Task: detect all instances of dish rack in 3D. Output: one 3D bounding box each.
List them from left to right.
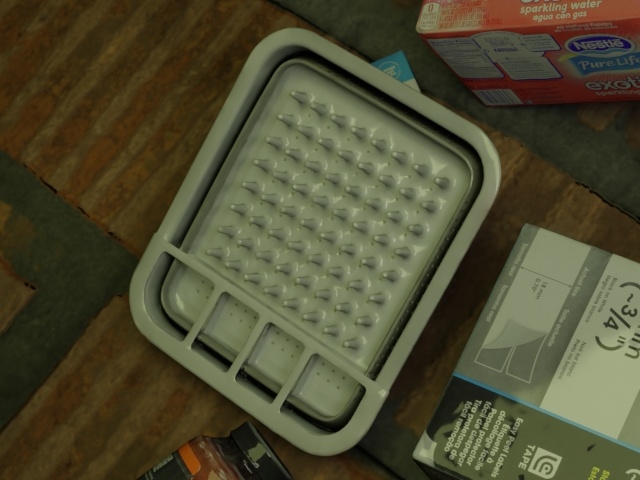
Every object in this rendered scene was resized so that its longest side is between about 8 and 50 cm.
[{"bbox_3d":[0.000,0.000,1.524,0.285,0.072,0.333,33,101,25],"label":"dish rack"}]

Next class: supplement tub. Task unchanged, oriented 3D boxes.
[{"bbox_3d":[-0.122,0.247,1.478,0.198,0.106,0.106,-36,64,-2],"label":"supplement tub"}]

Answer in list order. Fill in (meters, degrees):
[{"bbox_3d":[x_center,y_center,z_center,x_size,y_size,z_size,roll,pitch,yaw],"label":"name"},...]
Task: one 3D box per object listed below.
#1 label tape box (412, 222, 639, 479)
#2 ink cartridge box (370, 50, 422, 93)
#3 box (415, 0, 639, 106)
[{"bbox_3d":[0.283,0.156,1.415,0.334,0.106,0.240,22,75,22],"label":"label tape box"},{"bbox_3d":[0.069,-0.082,1.595,0.104,0.060,0.180,-23,64,4],"label":"ink cartridge box"},{"bbox_3d":[0.260,-0.222,1.511,0.300,0.154,0.142,0,67,36],"label":"box"}]
